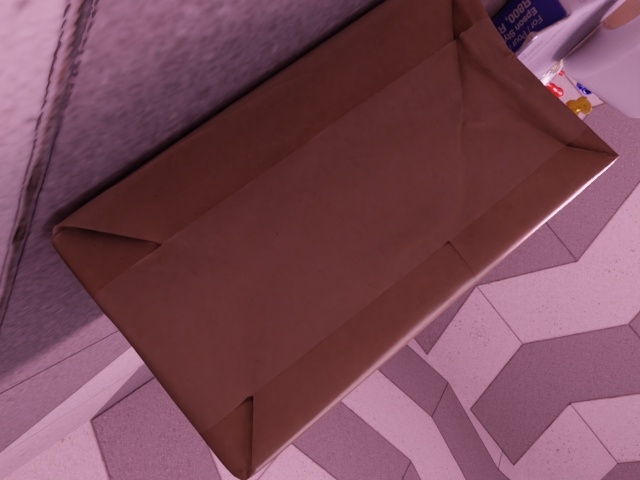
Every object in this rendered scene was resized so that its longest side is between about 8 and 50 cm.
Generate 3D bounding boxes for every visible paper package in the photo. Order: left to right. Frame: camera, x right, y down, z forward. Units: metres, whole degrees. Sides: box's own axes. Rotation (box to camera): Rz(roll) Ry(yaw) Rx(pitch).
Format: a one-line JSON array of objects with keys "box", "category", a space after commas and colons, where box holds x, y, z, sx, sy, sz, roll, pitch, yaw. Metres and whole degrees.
[{"box": [0.000, 0.000, 0.474, 0.309, 0.168, 0.325, -39, 176, -12], "category": "paper package"}]

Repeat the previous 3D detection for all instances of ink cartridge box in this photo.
[{"box": [0.202, -0.198, 0.716, 0.330, 0.071, 0.324, -32, 172, -38], "category": "ink cartridge box"}]

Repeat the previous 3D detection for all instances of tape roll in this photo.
[{"box": [0.436, -0.295, 0.708, 0.286, 0.100, 0.286, -56, -171, 14], "category": "tape roll"}]

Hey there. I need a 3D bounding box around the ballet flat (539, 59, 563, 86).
[{"box": [0.361, -0.296, 1.088, 0.221, 0.077, 0.079, -39, 157, 15], "category": "ballet flat"}]

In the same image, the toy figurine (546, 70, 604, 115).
[{"box": [0.568, -0.424, 1.174, 0.217, 0.191, 0.362, -69, -166, -14], "category": "toy figurine"}]
